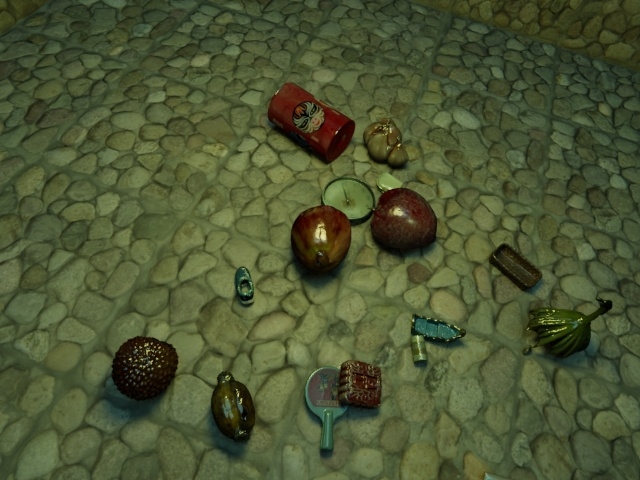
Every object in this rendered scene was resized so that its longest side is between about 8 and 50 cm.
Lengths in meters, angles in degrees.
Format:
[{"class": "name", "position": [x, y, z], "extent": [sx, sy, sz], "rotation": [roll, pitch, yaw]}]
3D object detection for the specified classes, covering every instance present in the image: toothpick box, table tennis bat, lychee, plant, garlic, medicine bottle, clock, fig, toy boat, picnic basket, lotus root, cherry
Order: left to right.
[{"class": "lychee", "position": [-0.519, 0.375, 1.196], "extent": [0.188, 0.188, 0.187], "rotation": [3, 59, -5]}, {"class": "lotus root", "position": [-0.259, 0.486, 1.197], "extent": [0.120, 0.120, 0.209], "rotation": [-16, 62, -16]}, {"class": "toothpick box", "position": [-0.040, -0.515, 1.767], "extent": [0.333, 0.204, 0.204], "rotation": [38, 62, 15]}, {"class": "fig", "position": [0.000, -0.004, 1.467], "extent": [0.224, 0.224, 0.262], "rotation": [14, 62, 1]}, {"class": "table tennis bat", "position": [0.024, 0.511, 1.249], "extent": [0.153, 0.040, 0.244], "rotation": [9, 61, -10]}, {"class": "clock", "position": [0.115, -0.166, 1.667], "extent": [0.226, 0.049, 0.225], "rotation": [3, 60, -6]}, {"class": "garlic", "position": [0.280, -0.419, 1.780], "extent": [0.160, 0.191, 0.213], "rotation": [-18, 73, 11]}, {"class": "cherry", "position": [0.320, -0.078, 1.554], "extent": [0.301, 0.203, 0.230], "rotation": [28, 58, -6]}, {"class": "medicine bottle", "position": [0.333, 0.367, 1.375], "extent": [0.047, 0.047, 0.083], "rotation": [1, 60, -6]}, {"class": "toy boat", "position": [0.402, 0.305, 1.403], "extent": [0.186, 0.077, 0.075], "rotation": [17, 58, 4]}, {"class": "picnic basket", "position": [0.753, 0.102, 1.579], "extent": [0.110, 0.054, 0.193], "rotation": [-35, 69, -25]}, {"class": "plant", "position": [0.863, 0.292, 1.335], "extent": [0.251, 0.333, 0.180], "rotation": [0, 74, -21]}]

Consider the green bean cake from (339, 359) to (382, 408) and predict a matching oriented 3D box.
[{"class": "green bean cake", "position": [0.128, 0.449, 1.273], "extent": [0.135, 0.056, 0.135], "rotation": [18, 56, -19]}]

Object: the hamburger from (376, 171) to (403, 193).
[{"class": "hamburger", "position": [0.286, -0.233, 1.727], "extent": [0.084, 0.054, 0.121], "rotation": [-36, 67, -20]}]

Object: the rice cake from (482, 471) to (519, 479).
[{"class": "rice cake", "position": [0.575, 0.740, 1.186], "extent": [0.222, 0.042, 0.080], "rotation": [14, 60, 2]}]

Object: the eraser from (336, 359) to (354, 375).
[{"class": "eraser", "position": [0.079, 0.423, 1.326], "extent": [0.083, 0.019, 0.038], "rotation": [-20, 65, -17]}]

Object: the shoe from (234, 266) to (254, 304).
[{"class": "shoe", "position": [-0.266, 0.150, 1.419], "extent": [0.064, 0.071, 0.142], "rotation": [-9, 56, -13]}]
